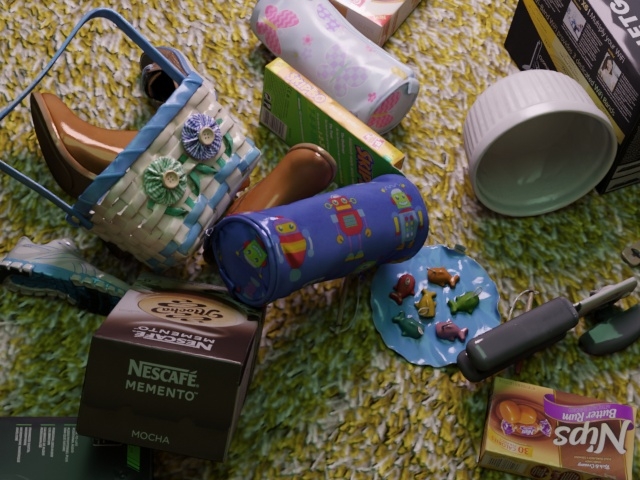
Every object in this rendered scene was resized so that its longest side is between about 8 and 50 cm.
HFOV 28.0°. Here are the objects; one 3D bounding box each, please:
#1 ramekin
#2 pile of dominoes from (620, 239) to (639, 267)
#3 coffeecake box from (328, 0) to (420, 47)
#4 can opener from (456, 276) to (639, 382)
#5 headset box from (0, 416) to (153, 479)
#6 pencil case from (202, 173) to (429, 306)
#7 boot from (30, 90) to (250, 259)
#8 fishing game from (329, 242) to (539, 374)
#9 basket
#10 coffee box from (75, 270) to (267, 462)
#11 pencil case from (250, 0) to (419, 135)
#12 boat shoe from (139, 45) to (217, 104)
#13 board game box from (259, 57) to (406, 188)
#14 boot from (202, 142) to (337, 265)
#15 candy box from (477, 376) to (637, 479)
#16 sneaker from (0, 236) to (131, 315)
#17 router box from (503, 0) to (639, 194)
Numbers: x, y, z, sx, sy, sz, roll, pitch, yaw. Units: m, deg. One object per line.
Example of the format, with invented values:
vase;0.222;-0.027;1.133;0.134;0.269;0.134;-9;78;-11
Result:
ramekin;0.296;-0.141;1.787;0.207;0.207;0.109;-6;49;-10
pile of dominoes;0.573;0.014;1.811;0.251;0.040;0.196;32;59;14
coffeecake box;0.080;-0.400;2.002;0.142;0.068;0.185;31;60;12
can opener;0.315;0.127;1.676;0.283;0.076;0.095;-23;69;-26
headset box;-0.311;0.334;1.444;0.283;0.131;0.246;2;58;-6
pencil case;0.000;0.000;1.626;0.306;0.133;0.119;-16;72;-43
boot;-0.250;-0.128;1.762;0.220;0.109;0.283;-31;66;-23
fishing game;0.157;0.080;1.720;0.264;0.041;0.189;15;59;3
basket;-0.237;-0.122;1.601;0.289;0.201;0.255;36;67;-6
coffee box;-0.163;0.138;1.496;0.168;0.119;0.297;11;12;0
pencil case;0.021;-0.271;1.882;0.124;0.113;0.273;-46;70;6
boat shoe;-0.217;-0.229;1.824;0.066;0.066;0.183;-8;30;-36
board game box;0.020;-0.137;1.791;0.259;0.124;0.039;42;61;19
boot;-0.067;-0.040;1.688;0.073;0.197;0.152;45;52;-8
candy box;0.300;0.248;1.620;0.187;0.053;0.109;13;57;3
sneaker;-0.321;0.037;1.674;0.191;0.071;0.083;17;51;4
router box;0.391;-0.260;1.846;0.081;0.243;0.309;-18;62;-17
